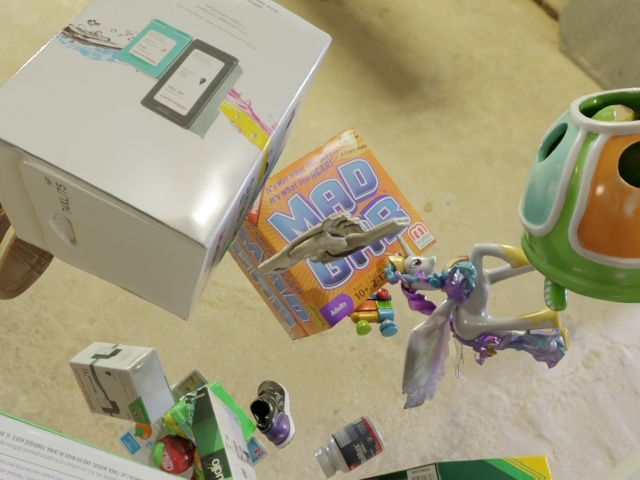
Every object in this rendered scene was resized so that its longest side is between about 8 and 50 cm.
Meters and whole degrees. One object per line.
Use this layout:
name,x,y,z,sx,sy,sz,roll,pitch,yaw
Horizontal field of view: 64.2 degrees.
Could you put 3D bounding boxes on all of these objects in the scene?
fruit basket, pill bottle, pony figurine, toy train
fruit basket,-0.377,0.597,1.469,0.353,0.165,0.327,-41,87,5
pill bottle,0.077,0.572,1.403,0.180,0.108,0.108,-27,64,-11
pony figurine,0.306,0.156,1.054,0.302,0.363,0.352,-9,94,-57
toy train,0.112,0.232,1.572,0.247,0.105,0.143,0,41,-14

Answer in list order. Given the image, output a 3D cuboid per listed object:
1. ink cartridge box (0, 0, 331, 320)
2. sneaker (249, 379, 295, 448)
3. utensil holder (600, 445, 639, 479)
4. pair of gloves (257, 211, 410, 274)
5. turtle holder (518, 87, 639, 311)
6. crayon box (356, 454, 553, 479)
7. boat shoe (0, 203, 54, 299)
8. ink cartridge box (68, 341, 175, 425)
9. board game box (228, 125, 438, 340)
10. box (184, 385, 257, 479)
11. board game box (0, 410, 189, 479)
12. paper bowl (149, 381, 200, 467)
ink cartridge box,-0.148,-0.101,0.508,0.197,0.198,0.270,28,60,-5
sneaker,-0.166,0.513,1.609,0.107,0.283,0.124,-44,116,1
utensil holder,0.653,0.427,0.779,0.327,0.386,0.328,21,29,-12
pair of gloves,0.027,-0.001,0.912,0.240,0.204,0.042,-6,72,-49
turtle holder,0.387,-0.072,0.644,0.243,0.228,0.320,11,37,41
crayon box,0.303,0.589,1.205,0.312,0.363,0.106,7,59,-25
boat shoe,-0.590,-0.051,1.005,0.123,0.123,0.342,7,68,9
ink cartridge box,-0.454,0.323,1.165,0.208,0.153,0.087,-2,22,30
board game box,0.000,0.000,1.328,0.356,0.356,0.357,-36,88,-22
box,-0.174,0.478,1.017,0.058,0.232,0.322,-24,56,-7
board game box,-0.185,0.208,0.156,0.242,0.064,0.317,39,35,-30
paper bowl,-0.456,0.624,1.669,0.148,0.284,0.284,19,50,21
